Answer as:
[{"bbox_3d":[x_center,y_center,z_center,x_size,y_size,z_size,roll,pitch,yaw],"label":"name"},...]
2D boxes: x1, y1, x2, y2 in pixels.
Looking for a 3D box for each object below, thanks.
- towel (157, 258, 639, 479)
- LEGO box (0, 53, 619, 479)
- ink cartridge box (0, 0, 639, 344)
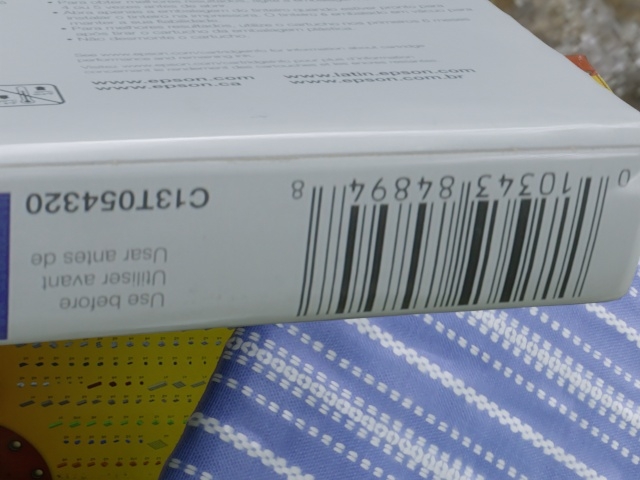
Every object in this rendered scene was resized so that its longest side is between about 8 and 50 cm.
[{"bbox_3d":[0.060,0.100,0.636,0.243,0.040,0.336,34,63,-15],"label":"towel"},{"bbox_3d":[0.000,0.000,1.100,0.500,0.193,0.372,1,26,-7],"label":"LEGO box"},{"bbox_3d":[-0.105,-0.067,0.514,0.324,0.330,0.071,-4,116,-18],"label":"ink cartridge box"}]
